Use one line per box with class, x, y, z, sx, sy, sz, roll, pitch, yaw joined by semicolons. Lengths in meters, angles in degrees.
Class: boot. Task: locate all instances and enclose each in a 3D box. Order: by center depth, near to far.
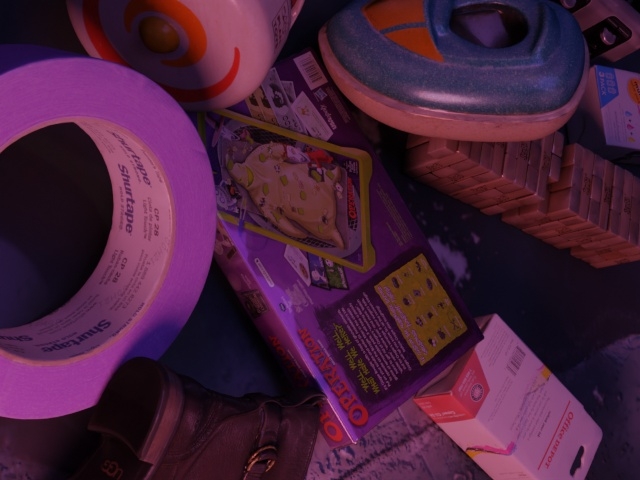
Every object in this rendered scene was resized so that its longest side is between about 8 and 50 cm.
boot;-0.111;0.223;0.934;0.229;0.091;0.263;29;91;-49

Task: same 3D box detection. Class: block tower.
block tower;0.240;-0.069;1.278;0.335;0.097;0.091;24;65;-31

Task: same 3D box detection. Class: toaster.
toaster;0.331;-0.328;1.399;0.168;0.110;0.186;34;60;-26

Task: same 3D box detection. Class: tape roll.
tape roll;-0.213;-0.008;0.860;0.274;0.090;0.275;-15;113;-39

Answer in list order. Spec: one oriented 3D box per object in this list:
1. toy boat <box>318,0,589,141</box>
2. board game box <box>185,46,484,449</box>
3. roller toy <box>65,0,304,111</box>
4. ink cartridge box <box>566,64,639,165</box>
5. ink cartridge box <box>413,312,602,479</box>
toy boat;0.138;-0.243;1.133;0.267;0.148;0.318;6;52;6
board game box;0.000;0.000;1.091;0.208;0.056;0.347;-31;91;-42
roller toy;-0.114;-0.215;0.976;0.191;0.209;0.146;43;47;-23
ink cartridge box;0.394;-0.155;1.431;0.181;0.061;0.104;3;77;-36
ink cartridge box;0.204;0.187;1.200;0.198;0.067;0.115;46;56;-16
